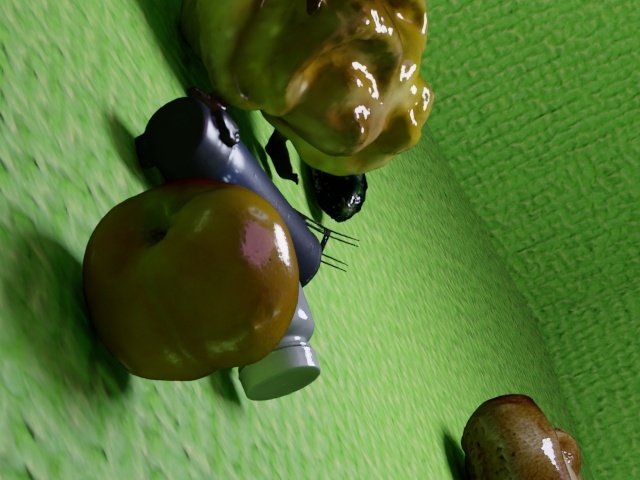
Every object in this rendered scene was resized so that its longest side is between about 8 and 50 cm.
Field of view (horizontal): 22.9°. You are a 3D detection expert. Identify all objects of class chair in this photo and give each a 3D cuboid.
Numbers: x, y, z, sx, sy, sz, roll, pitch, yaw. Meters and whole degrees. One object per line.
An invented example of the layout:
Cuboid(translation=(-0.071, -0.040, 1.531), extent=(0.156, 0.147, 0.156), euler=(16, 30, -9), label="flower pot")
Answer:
Cuboid(translation=(-0.001, 0.001, 1.754), extent=(0.086, 0.042, 0.037), euler=(28, 13, -3), label="chair")

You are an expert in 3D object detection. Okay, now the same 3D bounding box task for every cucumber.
Cuboid(translation=(0.019, -0.105, 1.985), extent=(0.072, 0.081, 0.303), euler=(17, 32, -12), label="cucumber")

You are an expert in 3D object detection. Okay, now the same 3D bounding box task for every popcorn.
Cuboid(translation=(0.000, -0.209, 1.644), extent=(0.297, 0.281, 0.316), euler=(47, 0, -7), label="popcorn")

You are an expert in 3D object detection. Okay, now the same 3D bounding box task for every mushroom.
Cuboid(translation=(0.272, 0.319, 2.040), extent=(0.253, 0.153, 0.253), euler=(61, 8, -16), label="mushroom")

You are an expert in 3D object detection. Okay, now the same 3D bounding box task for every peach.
Cuboid(translation=(-0.078, 0.026, 1.003), extent=(0.138, 0.138, 0.138), euler=(61, 11, -21), label="peach")

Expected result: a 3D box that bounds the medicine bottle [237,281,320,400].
Cuboid(translation=(-0.051, 0.051, 1.243), extent=(0.140, 0.079, 0.079), euler=(70, 11, 23), label="medicine bottle")

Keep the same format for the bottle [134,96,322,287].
Cuboid(translation=(-0.071, -0.036, 1.341), extent=(0.244, 0.082, 0.072), euler=(50, 20, -54), label="bottle")
